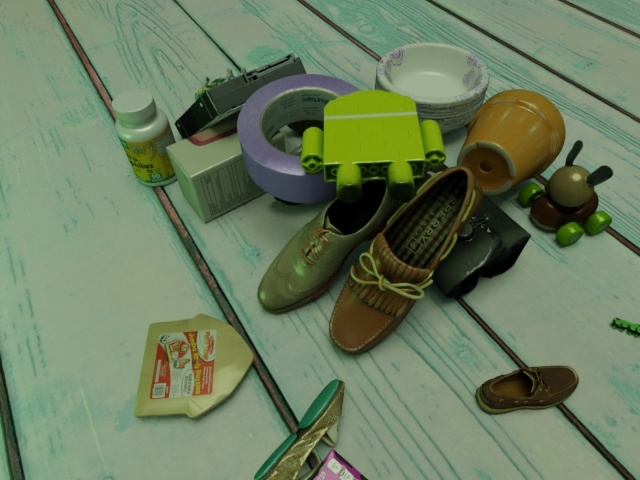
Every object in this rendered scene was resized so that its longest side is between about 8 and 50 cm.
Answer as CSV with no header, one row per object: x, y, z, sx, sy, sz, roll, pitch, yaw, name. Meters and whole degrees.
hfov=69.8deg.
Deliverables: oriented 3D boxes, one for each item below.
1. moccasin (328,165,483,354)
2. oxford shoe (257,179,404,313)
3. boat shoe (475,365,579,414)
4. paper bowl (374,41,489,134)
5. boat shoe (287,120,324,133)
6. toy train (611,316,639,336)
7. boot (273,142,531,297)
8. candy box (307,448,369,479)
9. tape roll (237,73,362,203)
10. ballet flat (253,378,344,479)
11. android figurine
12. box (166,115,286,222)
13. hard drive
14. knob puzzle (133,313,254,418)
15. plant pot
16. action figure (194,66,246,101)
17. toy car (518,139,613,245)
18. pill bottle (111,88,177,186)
0.142,0.039,0.792,0.139,0.147,0.380,44,100,18,moccasin
0.000,0.000,0.849,0.348,0.130,0.123,-45,71,4,oxford shoe
0.350,0.242,0.760,0.178,0.060,0.064,-10,52,-7,boat shoe
0.283,-0.386,1.208,0.284,0.148,0.284,-1,52,1,paper bowl
0.016,-0.332,1.220,0.224,0.080,0.073,-3,46,-8,boat shoe
0.582,0.164,0.846,0.083,0.017,0.023,23,46,18,toy train
0.148,-0.055,0.968,0.367,0.146,0.445,-31,66,-9,boot
0.056,0.423,0.605,0.233,0.071,0.159,34,60,19,candy box
-0.024,-0.210,0.926,0.275,0.090,0.274,0,58,1,tape roll
-0.015,0.314,0.719,0.067,0.073,0.206,45,64,0,ballet flat
0.089,-0.177,0.806,0.248,0.056,0.272,-3,50,3,android figurine
-0.205,-0.173,1.048,0.232,0.148,0.127,-30,57,-21,box
-0.205,-0.335,1.106,0.237,0.064,0.339,-34,16,-24,hard drive
-0.214,0.220,0.810,0.213,0.030,0.213,-1,51,1,knob puzzle
0.400,-0.199,1.006,0.205,0.205,0.188,31,51,23,plant pot
-0.283,-0.429,1.281,0.137,0.063,0.232,2,35,20,action figure
0.534,-0.113,0.957,0.149,0.188,0.155,-19,54,-13,toy car
-0.401,-0.236,1.064,0.118,0.208,0.117,0,51,1,pill bottle
